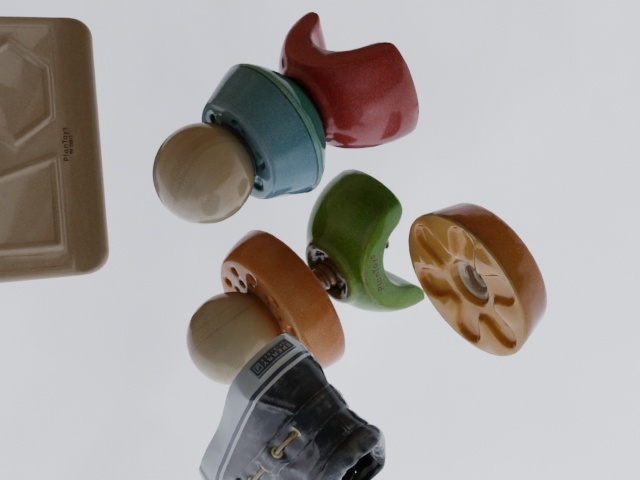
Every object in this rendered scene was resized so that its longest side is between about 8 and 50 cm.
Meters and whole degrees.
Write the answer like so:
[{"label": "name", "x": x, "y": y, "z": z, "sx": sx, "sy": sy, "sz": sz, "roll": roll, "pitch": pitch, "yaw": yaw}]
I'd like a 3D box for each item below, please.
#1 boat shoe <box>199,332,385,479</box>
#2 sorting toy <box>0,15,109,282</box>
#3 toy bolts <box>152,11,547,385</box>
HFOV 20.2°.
[{"label": "boat shoe", "x": -0.016, "y": 0.127, "z": 1.012, "sx": 0.065, "sy": 0.183, "sz": 0.083, "roll": -38, "pitch": -106, "yaw": -23}, {"label": "sorting toy", "x": -0.255, "y": -0.064, "z": 1.280, "sx": 0.038, "sy": 0.208, "sz": 0.193, "roll": -4, "pitch": -90, "yaw": 54}, {"label": "toy bolts", "x": 0.000, "y": 0.000, "z": 1.082, "sx": 0.158, "sy": 0.228, "sz": 0.218, "roll": -34, "pitch": -146, "yaw": -25}]
